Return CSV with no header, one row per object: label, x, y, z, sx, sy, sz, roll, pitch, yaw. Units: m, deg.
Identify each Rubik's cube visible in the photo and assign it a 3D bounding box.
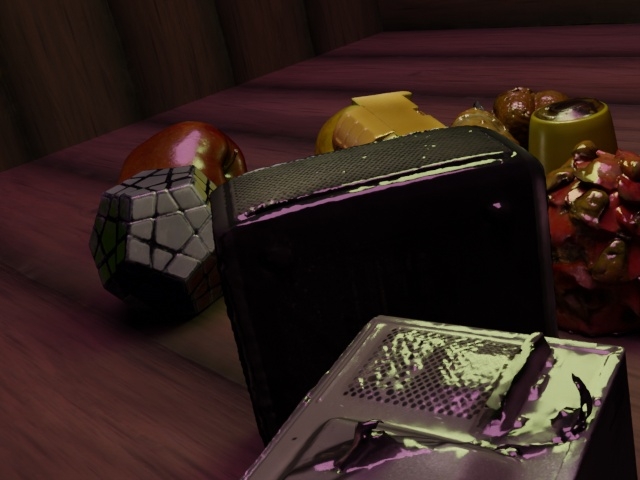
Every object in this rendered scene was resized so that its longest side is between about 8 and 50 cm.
Rubik's cube,-0.307,0.002,1.630,0.318,0.319,0.264,-4,50,19

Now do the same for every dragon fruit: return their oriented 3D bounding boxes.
dragon fruit,0.459,-0.032,1.312,0.296,0.263,0.314,7,30,40

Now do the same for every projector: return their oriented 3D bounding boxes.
projector,0.084,0.084,1.061,0.404,0.396,0.242,-13,22,-4

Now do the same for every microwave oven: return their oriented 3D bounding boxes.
microwave oven,0.068,0.304,0.601,0.236,0.375,0.432,5,33,34

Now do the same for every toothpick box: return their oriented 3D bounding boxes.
toothpick box,0.479,-0.131,1.521,0.174,0.272,0.175,-11,22,4

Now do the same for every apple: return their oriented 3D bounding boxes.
apple,-0.328,-0.132,1.955,0.316,0.288,0.288,-18,21,14

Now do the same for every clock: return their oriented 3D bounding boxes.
clock,0.142,-0.106,1.588,0.200,0.317,0.244,-16,36,-16

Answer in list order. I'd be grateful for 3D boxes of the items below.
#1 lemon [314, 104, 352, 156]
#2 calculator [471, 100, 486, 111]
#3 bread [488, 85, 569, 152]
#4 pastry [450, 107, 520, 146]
lemon,0.114,-0.194,1.882,0.257,0.258,0.310,5,15,35
calculator,0.294,-0.191,1.855,0.274,0.028,0.166,-53,14,19
bread,0.477,-0.224,1.790,0.231,0.247,0.135,-3,34,15
pastry,0.314,-0.129,1.627,0.161,0.255,0.311,-7,17,5
